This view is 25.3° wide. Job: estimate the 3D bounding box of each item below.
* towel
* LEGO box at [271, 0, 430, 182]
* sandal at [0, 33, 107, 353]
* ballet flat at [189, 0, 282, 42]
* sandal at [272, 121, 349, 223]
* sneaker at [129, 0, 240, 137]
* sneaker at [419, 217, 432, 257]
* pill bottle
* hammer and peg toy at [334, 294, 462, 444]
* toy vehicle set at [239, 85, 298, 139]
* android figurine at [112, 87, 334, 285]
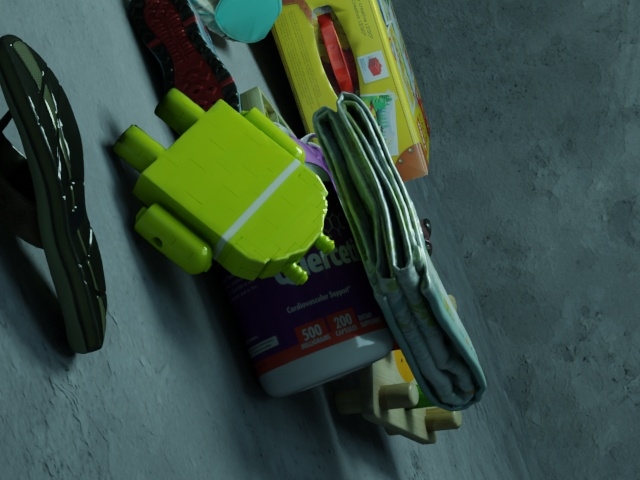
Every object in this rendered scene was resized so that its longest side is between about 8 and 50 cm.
[{"bbox_3d":[0.107,0.021,1.886,0.374,0.090,0.320,62,8,-55],"label":"towel"},{"bbox_3d":[0.041,-0.373,2.630,0.372,0.193,0.500,-76,149,-71],"label":"LEGO box"},{"bbox_3d":[-0.263,-0.037,1.304,0.120,0.086,0.302,-68,149,-79],"label":"sandal"},{"bbox_3d":[-0.179,-0.419,2.161,0.147,0.147,0.409,70,14,15],"label":"ballet flat"},{"bbox_3d":[0.025,-0.115,2.257,0.169,0.102,0.416,55,13,12],"label":"sandal"},{"bbox_3d":[-0.164,-0.231,1.945,0.125,0.104,0.262,17,51,-75],"label":"sneaker"},{"bbox_3d":[0.105,-0.026,2.515,0.281,0.162,0.106,55,18,-42],"label":"sneaker"},{"bbox_3d":[-0.041,0.026,1.822,0.323,0.181,0.181,68,13,7],"label":"pill bottle"},{"bbox_3d":[0.098,0.148,2.142,0.361,0.127,0.266,35,50,-58],"label":"hammer and peg toy"},{"bbox_3d":[-0.060,-0.099,2.273,0.166,0.035,0.267,51,21,-49],"label":"toy vehicle set"},{"bbox_3d":[-0.104,-0.058,1.673,0.273,0.056,0.248,38,50,0],"label":"android figurine"}]
